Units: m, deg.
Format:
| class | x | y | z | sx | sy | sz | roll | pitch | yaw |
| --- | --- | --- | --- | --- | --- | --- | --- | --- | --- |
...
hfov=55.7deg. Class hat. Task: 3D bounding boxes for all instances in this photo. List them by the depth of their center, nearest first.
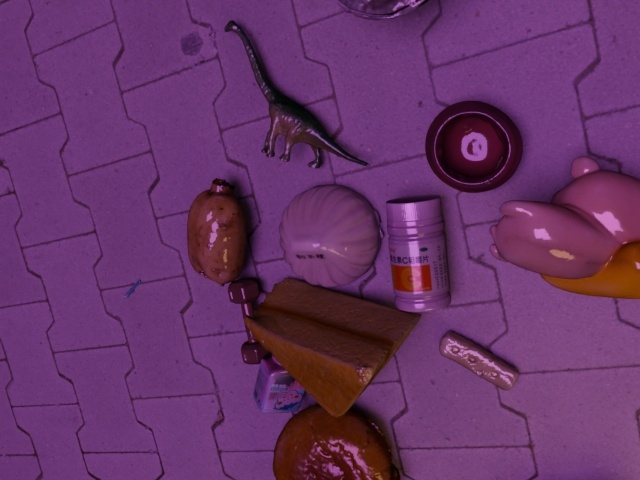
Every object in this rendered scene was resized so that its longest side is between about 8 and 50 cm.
| class | x | y | z | sx | sy | sz | roll | pitch | yaw |
| --- | --- | --- | --- | --- | --- | --- | --- | --- | --- |
| hat | 0.328 | -0.202 | 1.303 | 0.206 | 0.089 | 0.205 | 6 | 109 | 20 |

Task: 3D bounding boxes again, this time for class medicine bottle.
| class | x | y | z | sx | sy | sz | roll | pitch | yaw |
| --- | --- | --- | --- | --- | --- | --- | --- | --- | --- |
| medicine bottle | 0.223 | 0.027 | 1.379 | 0.133 | 0.133 | 0.249 | -1 | 101 | 24 |
| medicine bottle | -0.098 | 0.353 | 1.594 | 0.094 | 0.119 | 0.187 | 46 | 126 | 58 |

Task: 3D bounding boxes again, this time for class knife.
| class | x | y | z | sx | sy | sz | roll | pitch | yaw |
| --- | --- | --- | --- | --- | --- | --- | --- | --- | --- |
| knife | -0.567 | 0.148 | 1.826 | 0.091 | 0.005 | 0.014 | -42 | 82 | 26 |

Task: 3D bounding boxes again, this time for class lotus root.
| class | x | y | z | sx | sy | sz | roll | pitch | yaw |
| --- | --- | --- | --- | --- | --- | --- | --- | --- | --- |
| lotus root | -0.267 | -0.020 | 1.575 | 0.160 | 0.146 | 0.284 | 13 | 104 | 22 |

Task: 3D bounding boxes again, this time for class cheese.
| class | x | y | z | sx | sy | sz | roll | pitch | yaw |
| --- | --- | --- | --- | --- | --- | --- | --- | --- | --- |
| cheese | 0.369 | 0.281 | 1.422 | 0.194 | 0.043 | 0.064 | 29 | 107 | 17 |

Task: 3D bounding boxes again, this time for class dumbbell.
| class | x | y | z | sx | sy | sz | roll | pitch | yaw |
| --- | --- | --- | --- | --- | --- | --- | --- | --- | --- |
| dumbbell | -0.188 | 0.215 | 1.631 | 0.092 | 0.082 | 0.230 | -8 | 99 | 24 |

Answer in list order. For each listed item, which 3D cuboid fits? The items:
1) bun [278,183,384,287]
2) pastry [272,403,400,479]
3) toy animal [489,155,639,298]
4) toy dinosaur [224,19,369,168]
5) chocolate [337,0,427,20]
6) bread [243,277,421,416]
| class | x | y | z | sx | sy | sz | roll | pitch | yaw |
| --- | --- | --- | --- | --- | --- | --- | --- | --- | --- |
| bun | 0.000 | 0.000 | 1.449 | 0.263 | 0.175 | 0.263 | 6 | 105 | 24 |
| pastry | 0.035 | 0.593 | 1.576 | 0.356 | 0.164 | 0.355 | 7 | 105 | 25 |
| toy animal | 0.518 | -0.030 | 1.202 | 0.345 | 0.277 | 0.246 | 17 | 80 | 9 |
| toy dinosaur | -0.060 | -0.340 | 1.456 | 0.447 | 0.087 | 0.300 | 17 | 101 | 18 |
| chocolate | 0.156 | -0.594 | 1.219 | 0.303 | 0.213 | 0.303 | 7 | 108 | 24 |
| bread | 0.000 | 0.196 | 1.434 | 0.362 | 0.233 | 0.244 | 38 | 140 | 15 |
